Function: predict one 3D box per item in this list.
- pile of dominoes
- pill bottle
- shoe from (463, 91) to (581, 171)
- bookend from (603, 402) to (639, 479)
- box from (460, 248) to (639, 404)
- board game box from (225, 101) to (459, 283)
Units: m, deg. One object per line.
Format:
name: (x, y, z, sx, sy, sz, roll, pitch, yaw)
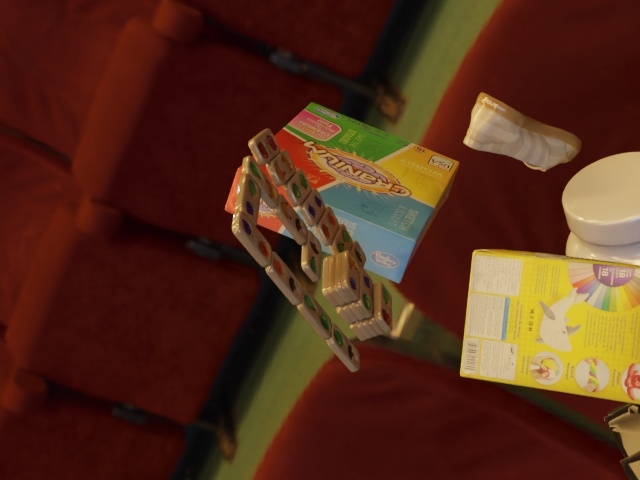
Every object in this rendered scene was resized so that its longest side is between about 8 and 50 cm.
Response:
pile of dominoes: (0.000, 0.000, 1.172, 0.040, 0.251, 0.196, -22, 38, 22)
pill bottle: (0.360, 0.042, 1.239, 0.153, 0.264, 0.153, -17, 34, 12)
shoe: (0.226, -0.114, 1.260, 0.077, 0.219, 0.058, 30, 101, 36)
bookend: (0.413, 0.261, 1.389, 0.072, 0.156, 0.157, -32, 66, 15)
box: (0.203, 0.066, 0.862, 0.179, 0.043, 0.105, 7, 92, 28)
board game box: (0.042, -0.075, 1.504, 0.316, 0.242, 0.064, -54, -15, -63)
